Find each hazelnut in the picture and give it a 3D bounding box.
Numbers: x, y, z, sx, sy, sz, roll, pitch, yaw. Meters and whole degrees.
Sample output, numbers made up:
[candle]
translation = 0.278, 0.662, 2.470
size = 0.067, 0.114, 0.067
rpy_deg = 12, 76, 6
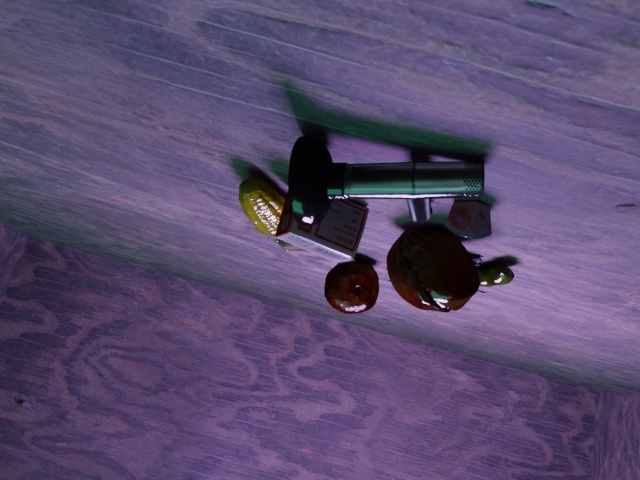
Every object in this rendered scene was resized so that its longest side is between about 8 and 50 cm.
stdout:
[hazelnut]
translation = 0.259, 0.072, 1.191
size = 0.181, 0.181, 0.212
rpy_deg = 29, 140, -33

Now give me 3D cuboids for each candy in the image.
[candy]
translation = -0.137, -0.089, 1.181
size = 0.106, 0.094, 0.199
rpy_deg = -23, 152, 6

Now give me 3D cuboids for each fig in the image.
[fig]
translation = 0.124, 0.150, 1.688
size = 0.190, 0.191, 0.290
rpy_deg = 9, -179, 20

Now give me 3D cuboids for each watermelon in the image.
[watermelon]
translation = 0.290, -0.040, 0.983
size = 0.084, 0.092, 0.072
rpy_deg = -3, 119, 28

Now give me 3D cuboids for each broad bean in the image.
[broad bean]
translation = 0.458, 0.106, 1.380
size = 0.098, 0.056, 0.318
rpy_deg = 7, 169, 7

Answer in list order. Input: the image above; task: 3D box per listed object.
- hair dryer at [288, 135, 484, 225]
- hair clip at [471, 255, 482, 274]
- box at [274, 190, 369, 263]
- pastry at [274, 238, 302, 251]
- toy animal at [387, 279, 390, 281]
[hair dryer]
translation = 0.116, -0.064, 0.928
size = 0.320, 0.156, 0.284
rpy_deg = 5, 153, 6
[hair clip]
translation = 0.331, 0.058, 1.328
size = 0.187, 0.056, 0.146
rpy_deg = 8, 157, 34
[box]
translation = 0.005, -0.040, 1.140
size = 0.182, 0.133, 0.099
rpy_deg = 24, 163, -23
[pastry]
translation = -0.036, -0.014, 1.313
size = 0.166, 0.088, 0.166
rpy_deg = 1, 176, 0
[toy animal]
translation = 0.312, 0.156, 1.729
size = 0.217, 0.041, 0.075
rpy_deg = 19, 164, -30
